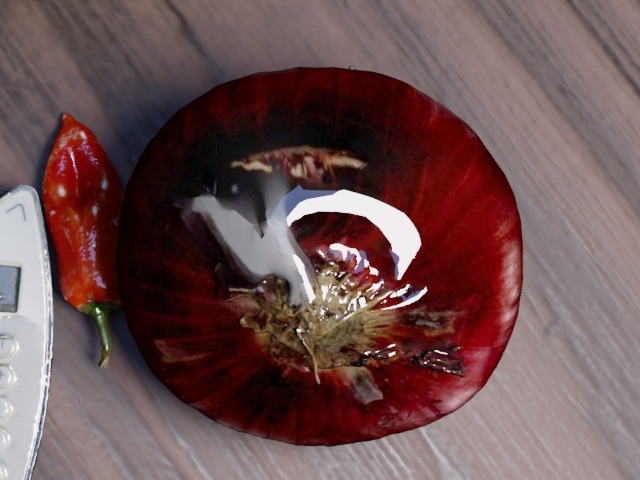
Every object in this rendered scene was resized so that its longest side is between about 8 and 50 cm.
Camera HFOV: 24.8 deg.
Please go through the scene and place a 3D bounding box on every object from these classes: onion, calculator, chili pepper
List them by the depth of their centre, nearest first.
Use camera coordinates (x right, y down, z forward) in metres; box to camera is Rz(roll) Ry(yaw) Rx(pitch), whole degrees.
[{"bbox_3d":[0.000,0.000,0.995,0.273,0.285,0.273,1,118,1],"label":"onion"},{"bbox_3d":[-0.276,0.089,1.010,0.177,0.040,0.268,6,80,-6],"label":"calculator"},{"bbox_3d":[-0.164,-0.005,1.035,0.059,0.050,0.191,-14,74,5],"label":"chili pepper"}]
